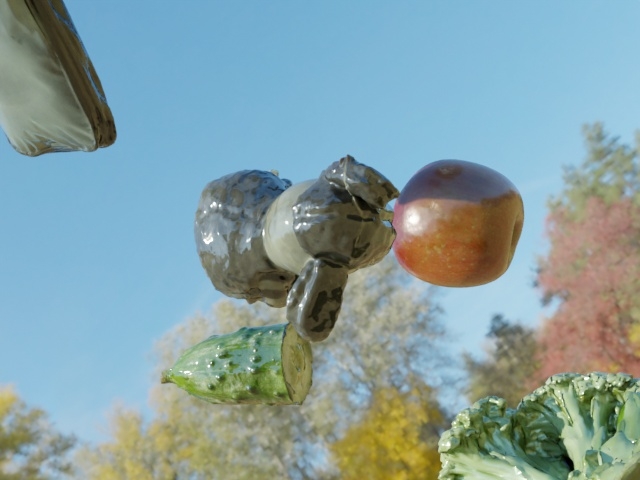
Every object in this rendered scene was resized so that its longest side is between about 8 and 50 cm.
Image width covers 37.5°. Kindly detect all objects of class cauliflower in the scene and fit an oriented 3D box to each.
[{"bbox_3d":[0.238,0.236,0.811,0.272,0.275,0.250,0,-26,-13],"label":"cauliflower"}]

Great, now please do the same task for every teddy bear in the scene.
[{"bbox_3d":[-0.012,0.011,0.938,0.144,0.251,0.171,19,-98,-44],"label":"teddy bear"}]

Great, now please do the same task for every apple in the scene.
[{"bbox_3d":[0.187,-0.023,1.282,0.181,0.169,0.180,11,-90,-68],"label":"apple"}]

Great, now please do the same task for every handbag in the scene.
[{"bbox_3d":[-0.360,-0.244,1.087,0.192,0.332,0.075,2,34,40],"label":"handbag"}]

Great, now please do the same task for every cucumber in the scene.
[{"bbox_3d":[-0.138,0.202,1.481,0.245,0.134,0.134,-7,-16,16],"label":"cucumber"}]
